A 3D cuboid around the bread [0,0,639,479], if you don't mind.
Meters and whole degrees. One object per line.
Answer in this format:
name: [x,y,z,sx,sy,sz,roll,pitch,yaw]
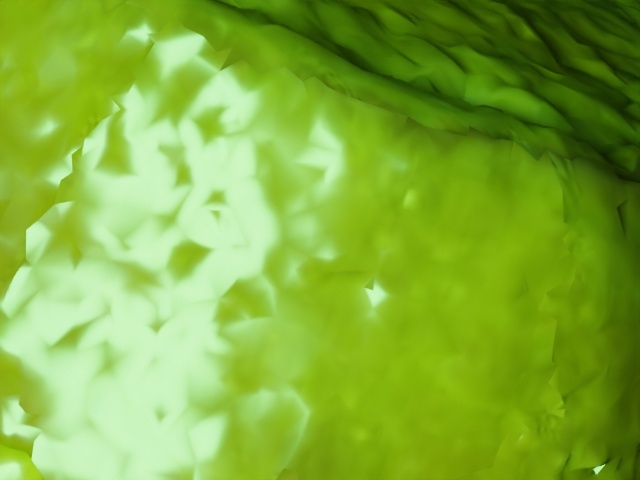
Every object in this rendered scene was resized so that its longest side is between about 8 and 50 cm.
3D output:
bread: [0.001,-0.001,0.581,0.337,0.358,0.204,37,109,22]
